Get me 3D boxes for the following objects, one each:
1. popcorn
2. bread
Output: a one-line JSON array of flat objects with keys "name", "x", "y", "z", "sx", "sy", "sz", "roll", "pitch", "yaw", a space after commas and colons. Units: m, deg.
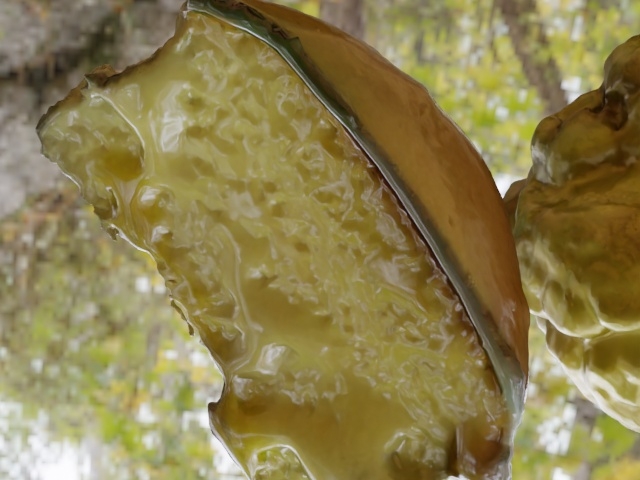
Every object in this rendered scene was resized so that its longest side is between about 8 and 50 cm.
[{"name": "popcorn", "x": 0.202, "y": -0.007, "z": 0.939, "sx": 0.200, "sy": 0.203, "sz": 0.226, "roll": 52, "pitch": -149, "yaw": 5}, {"name": "bread", "x": 0.007, "y": 0.003, "z": 0.802, "sx": 0.251, "sy": 0.174, "sz": 0.133, "roll": 57, "pitch": -146, "yaw": -2}]
